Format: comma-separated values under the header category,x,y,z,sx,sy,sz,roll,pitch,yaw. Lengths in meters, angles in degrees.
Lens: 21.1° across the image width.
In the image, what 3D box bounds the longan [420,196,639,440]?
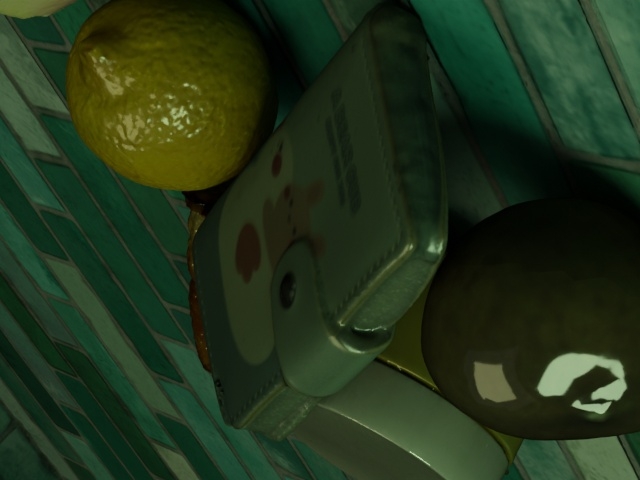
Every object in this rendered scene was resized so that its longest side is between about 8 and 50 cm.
category,x,y,z,sx,sy,sz,roll,pitch,yaw
longan,0.189,0.063,1.346,0.220,0.197,0.197,-1,142,11

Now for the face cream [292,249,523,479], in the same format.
category,x,y,z,sx,sy,sz,roll,pitch,yaw
face cream,0.092,0.128,1.579,0.218,0.179,0.218,28,162,10

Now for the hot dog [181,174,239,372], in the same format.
category,x,y,z,sx,sy,sz,roll,pitch,yaw
hot dog,-0.072,0.040,1.827,0.175,0.114,0.259,30,139,32

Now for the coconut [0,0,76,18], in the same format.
category,x,y,z,sx,sy,sz,roll,pitch,yaw
coconut,-0.254,-0.299,1.414,0.259,0.259,0.259,35,156,19

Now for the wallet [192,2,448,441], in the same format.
category,x,y,z,sx,sy,sz,roll,pitch,yaw
wallet,0.000,0.000,1.429,0.360,0.083,0.252,-49,43,48

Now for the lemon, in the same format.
category,x,y,z,sx,sy,sz,roll,pitch,yaw
lemon,-0.131,-0.135,1.550,0.187,0.187,0.244,28,-176,32

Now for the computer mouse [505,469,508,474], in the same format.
category,x,y,z,sx,sy,sz,roll,pitch,yaw
computer mouse,0.087,0.159,1.825,0.310,0.072,0.158,21,146,50
